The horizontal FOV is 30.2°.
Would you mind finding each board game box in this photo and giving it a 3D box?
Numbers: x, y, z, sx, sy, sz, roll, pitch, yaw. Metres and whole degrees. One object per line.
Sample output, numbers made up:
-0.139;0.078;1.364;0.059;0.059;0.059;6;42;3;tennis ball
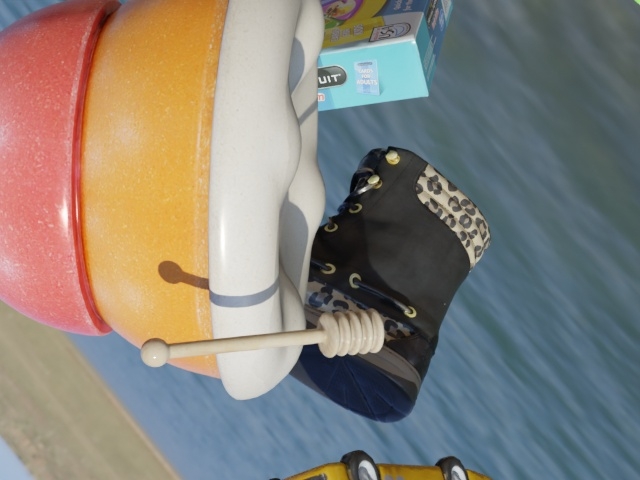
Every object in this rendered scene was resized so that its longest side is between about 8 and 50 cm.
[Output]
-0.018;-0.249;1.488;0.254;0.336;0.079;-71;-31;-53;board game box

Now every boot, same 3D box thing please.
0.000;0.000;1.353;0.377;0.284;0.138;32;144;7;boot

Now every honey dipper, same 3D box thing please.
-0.036;0.063;0.755;0.030;0.160;0.031;178;90;-65;honey dipper

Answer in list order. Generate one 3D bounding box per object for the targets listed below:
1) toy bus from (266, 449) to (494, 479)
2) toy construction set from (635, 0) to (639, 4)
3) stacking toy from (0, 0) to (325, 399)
0.066;0.276;1.107;0.332;0.108;0.130;18;-127;-56;toy bus
0.308;-0.193;0.872;0.215;0.151;0.327;46;-169;7;toy construction set
-0.241;-0.063;0.945;0.350;0.479;0.351;3;-90;-85;stacking toy
